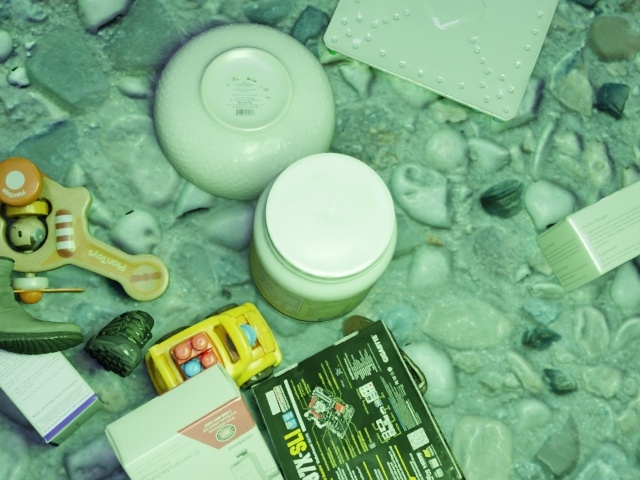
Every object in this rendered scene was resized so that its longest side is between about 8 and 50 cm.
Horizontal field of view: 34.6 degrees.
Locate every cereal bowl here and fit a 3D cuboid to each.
[{"bbox_3d":[-0.134,-0.249,1.862,0.339,0.141,0.338,2,75,-6],"label":"cereal bowl"}]

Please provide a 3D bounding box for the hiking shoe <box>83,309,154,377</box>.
[{"bbox_3d":[-0.325,0.157,1.694,0.086,0.227,0.114,44,73,-15],"label":"hiking shoe"}]

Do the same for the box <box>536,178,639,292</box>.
[{"bbox_3d":[0.513,-0.010,1.843,0.181,0.182,0.119,-26,82,-11],"label":"box"}]

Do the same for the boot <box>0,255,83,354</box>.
[{"bbox_3d":[-0.505,0.097,1.655,0.247,0.083,0.161,1,68,-7],"label":"boot"}]

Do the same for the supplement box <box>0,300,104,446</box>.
[{"bbox_3d":[-0.477,0.223,1.719,0.114,0.111,0.220,-42,84,-14],"label":"supplement box"}]

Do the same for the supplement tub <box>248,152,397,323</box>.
[{"bbox_3d":[0.000,0.000,1.714,0.235,0.325,0.235,1,75,-6],"label":"supplement tub"}]

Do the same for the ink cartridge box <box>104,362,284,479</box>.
[{"bbox_3d":[-0.179,0.367,1.627,0.207,0.117,0.283,-30,123,-12],"label":"ink cartridge box"}]

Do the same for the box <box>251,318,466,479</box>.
[{"bbox_3d":[0.059,0.320,1.673,0.257,0.079,0.322,-30,54,4],"label":"box"}]

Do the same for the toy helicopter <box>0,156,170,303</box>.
[{"bbox_3d":[-0.431,0.026,1.762,0.355,0.140,0.235,23,81,2],"label":"toy helicopter"}]

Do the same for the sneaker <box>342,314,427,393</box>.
[{"bbox_3d":[0.120,0.197,1.807,0.188,0.071,0.066,43,76,5],"label":"sneaker"}]

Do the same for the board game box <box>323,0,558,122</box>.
[{"bbox_3d":[0.250,-0.462,2.000,0.390,0.050,0.390,22,75,1],"label":"board game box"}]

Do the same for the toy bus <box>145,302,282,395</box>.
[{"bbox_3d":[-0.176,0.186,1.709,0.220,0.211,0.149,-27,78,-13],"label":"toy bus"}]
